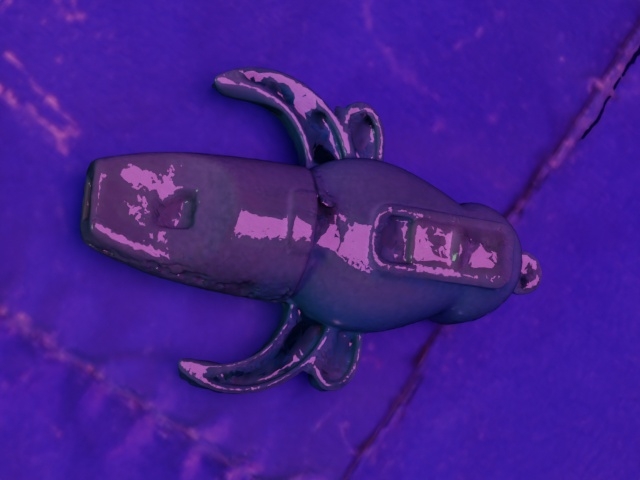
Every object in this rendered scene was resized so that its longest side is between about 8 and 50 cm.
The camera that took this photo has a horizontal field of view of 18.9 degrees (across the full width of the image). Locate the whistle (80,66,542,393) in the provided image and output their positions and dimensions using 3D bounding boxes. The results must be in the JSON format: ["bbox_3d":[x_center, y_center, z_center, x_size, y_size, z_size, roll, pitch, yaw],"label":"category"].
[{"bbox_3d":[0.000,0.000,1.089,0.274,0.093,0.186,10,80,-17],"label":"whistle"}]
